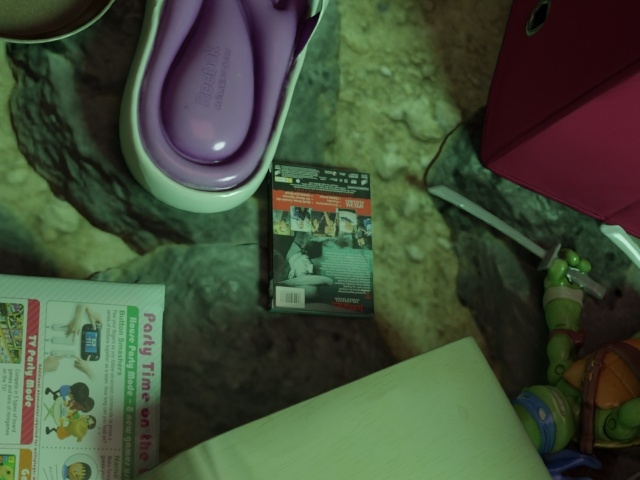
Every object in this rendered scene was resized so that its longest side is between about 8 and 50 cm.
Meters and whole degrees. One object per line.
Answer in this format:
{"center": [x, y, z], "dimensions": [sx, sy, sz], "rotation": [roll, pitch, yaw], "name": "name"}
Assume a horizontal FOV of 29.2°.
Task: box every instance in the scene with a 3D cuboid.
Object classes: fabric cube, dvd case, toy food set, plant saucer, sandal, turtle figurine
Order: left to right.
{"center": [-0.233, -0.223, 0.934], "dimensions": [0.168, 0.029, 0.168], "rotation": [6, 73, -21], "name": "plant saucer"}
{"center": [-0.058, -0.224, 0.963], "dimensions": [0.169, 0.102, 0.416], "rotation": [9, 71, -20], "name": "sandal"}
{"center": [0.000, 0.000, 0.970], "dimensions": [0.087, 0.013, 0.119], "rotation": [4, 72, -21], "name": "dvd case"}
{"center": [0.045, 0.208, 0.825], "dimensions": [0.306, 0.092, 0.219], "rotation": [-17, 73, -38], "name": "toy food set"}
{"center": [0.264, 0.053, 0.961], "dimensions": [0.266, 0.198, 0.274], "rotation": [-8, 81, -29], "name": "turtle figurine"}
{"center": [0.321, -0.161, 1.012], "dimensions": [0.259, 0.258, 0.254], "rotation": [22, 69, -15], "name": "fabric cube"}

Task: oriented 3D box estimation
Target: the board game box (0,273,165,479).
{"center": [-0.258, 0.132, 0.782], "dimensions": [0.303, 0.097, 0.224], "rotation": [6, 73, -19], "name": "board game box"}

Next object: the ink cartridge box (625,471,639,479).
{"center": [0.342, 0.217, 0.881], "dimensions": [0.223, 0.307, 0.129], "rotation": [-26, 87, -26], "name": "ink cartridge box"}
